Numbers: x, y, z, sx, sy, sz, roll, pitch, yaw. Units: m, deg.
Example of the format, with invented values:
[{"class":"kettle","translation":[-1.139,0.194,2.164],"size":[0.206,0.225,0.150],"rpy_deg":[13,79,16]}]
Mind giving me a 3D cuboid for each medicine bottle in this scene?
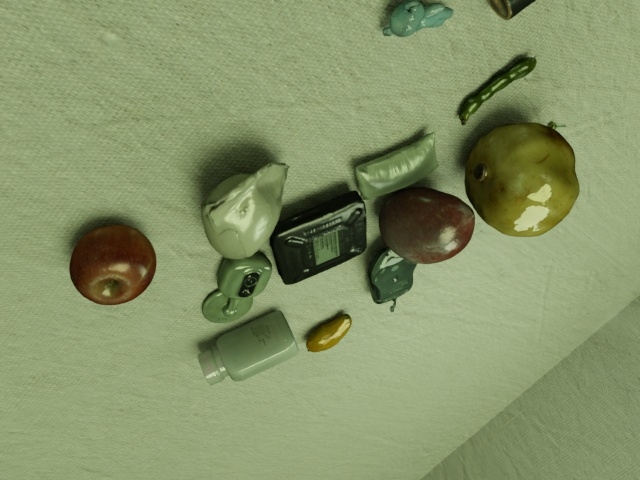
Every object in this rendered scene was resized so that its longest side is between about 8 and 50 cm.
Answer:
[{"class":"medicine bottle","translation":[-0.226,0.343,1.937],"size":[0.296,0.161,0.111],"rpy_deg":[-24,137,-9]}]

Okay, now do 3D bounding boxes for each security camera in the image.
[{"class":"security camera","translation":[-0.243,0.155,1.808],"size":[0.157,0.080,0.302],"rpy_deg":[1,133,-32]}]

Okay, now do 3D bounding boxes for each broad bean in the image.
[{"class":"broad bean","translation":[0.472,-0.411,1.675],"size":[0.256,0.053,0.052],"rpy_deg":[-39,177,11]}]

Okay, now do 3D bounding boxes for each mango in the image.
[{"class":"mango","translation":[0.030,0.322,2.138],"size":[0.190,0.075,0.098],"rpy_deg":[-38,145,-1]}]

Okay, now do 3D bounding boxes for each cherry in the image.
[{"class":"cherry","translation":[0.312,-0.044,1.797],"size":[0.261,0.307,0.221],"rpy_deg":[19,76,-42]}]

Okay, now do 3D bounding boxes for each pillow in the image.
[{"class":"pillow","translation":[0.215,-0.203,1.710],"size":[0.253,0.078,0.144],"rpy_deg":[-24,139,-7]}]

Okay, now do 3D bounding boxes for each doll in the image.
[{"class":"doll","translation":[0.225,-0.517,1.413],"size":[0.179,0.075,0.120],"rpy_deg":[-28,175,-34]}]

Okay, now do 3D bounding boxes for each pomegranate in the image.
[{"class":"pomegranate","translation":[0.565,-0.172,1.771],"size":[0.332,0.333,0.333],"rpy_deg":[-16,138,-16]}]

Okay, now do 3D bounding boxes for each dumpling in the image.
[{"class":"dumpling","translation":[-0.171,-0.077,1.544],"size":[0.260,0.181,0.341],"rpy_deg":[-41,143,-16]}]

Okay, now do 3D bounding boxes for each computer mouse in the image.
[{"class":"computer mouse","translation":[0.226,0.124,2.045],"size":[0.167,0.090,0.379],"rpy_deg":[-21,144,-10]}]

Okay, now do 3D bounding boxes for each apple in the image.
[{"class":"apple","translation":[-0.497,0.053,1.495],"size":[0.201,0.162,0.201],"rpy_deg":[-8,137,-8]}]

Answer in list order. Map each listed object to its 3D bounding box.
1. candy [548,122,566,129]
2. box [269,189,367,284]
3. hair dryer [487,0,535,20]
[{"class":"candy","translation":[0.733,-0.353,1.914],"size":[0.083,0.025,0.023],"rpy_deg":[-11,165,-33]},{"class":"box","translation":[0.000,0.000,1.769],"size":[0.288,0.073,0.290],"rpy_deg":[-23,149,-11]},{"class":"hair dryer","translation":[0.427,-0.679,1.351],"size":[0.189,0.107,0.352],"rpy_deg":[-36,134,3]}]
